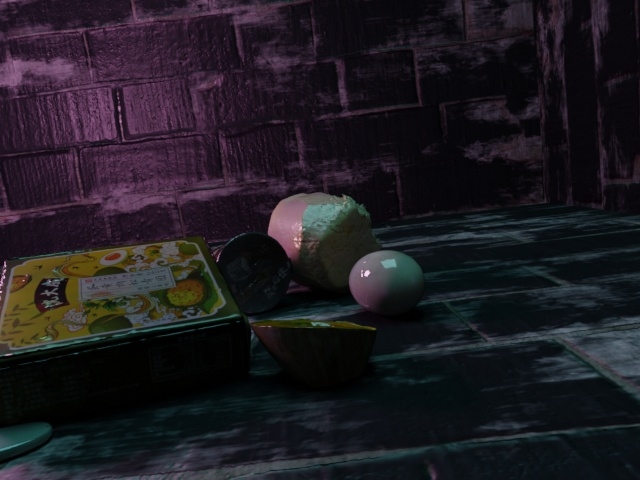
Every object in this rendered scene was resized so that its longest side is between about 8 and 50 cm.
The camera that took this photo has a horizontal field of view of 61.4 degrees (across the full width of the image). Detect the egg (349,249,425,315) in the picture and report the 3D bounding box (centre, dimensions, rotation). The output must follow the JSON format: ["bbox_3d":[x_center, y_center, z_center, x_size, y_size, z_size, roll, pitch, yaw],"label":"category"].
[{"bbox_3d":[0.147,0.097,1.244,0.151,0.151,0.209,-12,5,-34],"label":"egg"}]

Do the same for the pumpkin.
[{"bbox_3d":[-0.008,0.188,0.924,0.217,0.110,0.217,-4,-5,0],"label":"pumpkin"}]

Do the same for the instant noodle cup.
[{"bbox_3d":[-0.218,0.090,1.481,0.217,0.217,0.207,-11,2,-30],"label":"instant noodle cup"}]

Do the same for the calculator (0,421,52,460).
[{"bbox_3d":[-0.471,0.296,0.778,0.153,0.021,0.095,-7,6,-29],"label":"calculator"}]

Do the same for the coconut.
[{"bbox_3d":[0.000,0.000,1.595,0.297,0.297,0.309,-12,14,-34],"label":"coconut"}]

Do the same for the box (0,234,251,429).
[{"bbox_3d":[-0.380,0.141,1.024,0.420,0.138,0.373,-7,27,-21],"label":"box"}]
